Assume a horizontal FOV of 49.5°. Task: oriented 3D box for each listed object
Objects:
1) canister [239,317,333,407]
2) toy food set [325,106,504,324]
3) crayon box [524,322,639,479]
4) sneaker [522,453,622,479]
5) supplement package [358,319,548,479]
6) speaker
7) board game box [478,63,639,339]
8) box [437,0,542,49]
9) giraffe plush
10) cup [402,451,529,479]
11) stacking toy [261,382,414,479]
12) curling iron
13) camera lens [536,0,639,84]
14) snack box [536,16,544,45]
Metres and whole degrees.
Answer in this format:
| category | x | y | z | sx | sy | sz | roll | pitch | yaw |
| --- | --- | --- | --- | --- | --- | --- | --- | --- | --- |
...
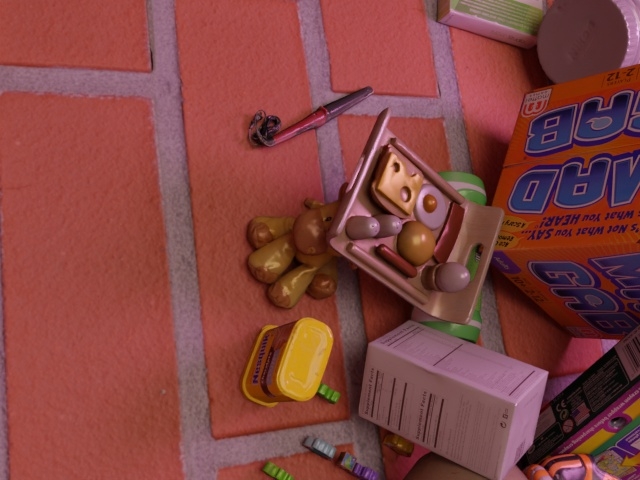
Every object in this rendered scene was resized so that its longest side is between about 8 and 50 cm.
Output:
| category | x | y | z | sx | sy | sz | roll | pitch | yaw |
| --- | --- | --- | --- | --- | --- | --- | --- | --- | --- |
| canister | -0.053 | 0.184 | 1.049 | 0.073 | 0.170 | 0.126 | 26 | 68 | -16 |
| toy food set | 0.160 | -0.031 | 1.068 | 0.306 | 0.092 | 0.219 | 35 | 67 | -33 |
| crayon box | 0.587 | 0.319 | 1.198 | 0.313 | 0.362 | 0.106 | 27 | 30 | -16 |
| sneaker | 0.446 | 0.503 | 1.119 | 0.180 | 0.125 | 0.320 | -10 | 91 | -14 |
| supplement package | 0.201 | 0.238 | 1.074 | 0.139 | 0.244 | 0.133 | -18 | 120 | -51 |
| speaker | 0.229 | 0.032 | 1.235 | 0.131 | 0.131 | 0.296 | 12 | 73 | -20 |
| board game box | 0.561 | -0.056 | 1.217 | 0.356 | 0.357 | 0.356 | 37 | 64 | -33 |
| box | 0.365 | -0.587 | 1.488 | 0.233 | 0.058 | 0.321 | 10 | 72 | -20 |
| giraffe plush | 0.000 | 0.000 | 1.117 | 0.210 | 0.170 | 0.181 | -33 | 91 | -27 |
| cup | 0.222 | 0.458 | 1.048 | 0.331 | 0.331 | 0.236 | 25 | 42 | -16 |
| stacking toy | 0.031 | 0.351 | 1.114 | 0.221 | 0.052 | 0.166 | 35 | 64 | -10 |
| curling iron | -0.010 | -0.232 | 1.247 | 0.274 | 0.035 | 0.068 | -25 | 88 | -26 |
| camera lens | 0.611 | -0.425 | 1.442 | 0.274 | 0.219 | 0.219 | -20 | 85 | -38 |
| snack box | 0.534 | -0.488 | 1.554 | 0.064 | 0.022 | 0.178 | 46 | 64 | -6 |
